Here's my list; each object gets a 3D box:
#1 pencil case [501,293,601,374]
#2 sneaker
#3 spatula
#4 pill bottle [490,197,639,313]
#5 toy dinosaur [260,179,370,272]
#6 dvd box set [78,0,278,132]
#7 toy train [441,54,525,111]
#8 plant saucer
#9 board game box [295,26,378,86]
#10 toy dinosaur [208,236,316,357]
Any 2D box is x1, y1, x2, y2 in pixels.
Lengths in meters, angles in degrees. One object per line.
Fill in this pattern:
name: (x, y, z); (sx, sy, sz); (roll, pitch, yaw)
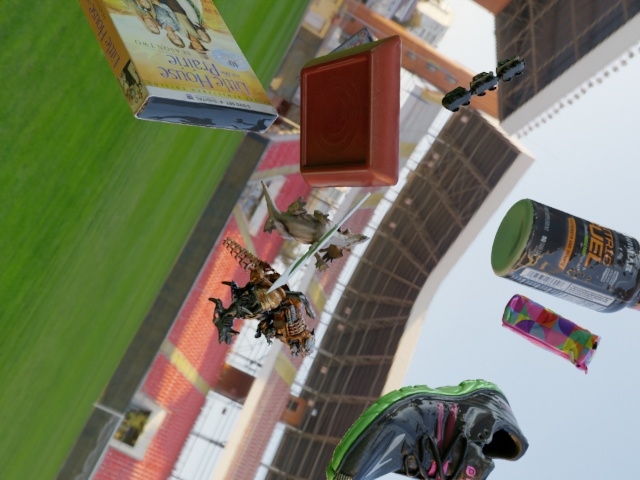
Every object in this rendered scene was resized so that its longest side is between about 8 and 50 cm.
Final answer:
pencil case: (0.553, 0.220, 1.486); (0.104, 0.236, 0.104); (-34, 140, -35)
sneaker: (0.234, 0.408, 1.237); (0.202, 0.483, 0.185); (53, -42, 42)
spatula: (0.000, 0.000, 1.111); (0.168, 0.019, 0.242); (-47, 180, 40)
pill bottle: (0.401, 0.033, 0.947); (0.130, 0.246, 0.130); (-161, -90, -85)
toy dinosaur: (-0.035, -0.028, 1.497); (0.127, 0.296, 0.200); (-59, 180, 3)
dvd box set: (-0.290, -0.393, 1.180); (0.308, 0.420, 0.062); (-4, 148, -49)
toy train: (0.254, -0.245, 0.960); (0.158, 0.027, 0.036); (-31, -139, -14)
plant saucer: (0.039, -0.228, 1.136); (0.259, 0.048, 0.258); (5, -85, 51)
board game box: (0.046, -0.396, 1.393); (0.194, 0.060, 0.194); (-30, -173, 16)
toy dinosaur: (-0.131, 0.137, 1.448); (0.219, 0.321, 0.164); (-20, 177, 29)
